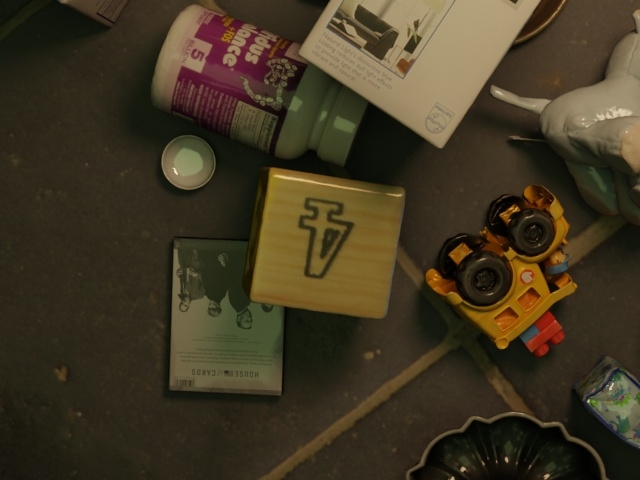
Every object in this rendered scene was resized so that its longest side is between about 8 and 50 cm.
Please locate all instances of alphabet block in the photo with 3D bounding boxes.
[{"bbox_3d":[0.000,0.000,1.820,0.197,0.192,0.193,8,91,-7],"label":"alphabet block"}]

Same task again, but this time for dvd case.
[{"bbox_3d":[-0.142,0.117,1.935,0.179,0.029,0.238,3,94,4],"label":"dvd case"}]

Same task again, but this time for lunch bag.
[{"bbox_3d":[0.457,0.251,1.850,0.096,0.129,0.151,-44,89,6],"label":"lunch bag"}]

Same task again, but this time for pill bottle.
[{"bbox_3d":[-0.081,-0.218,1.838,0.301,0.169,0.169,21,95,2],"label":"pill bottle"}]

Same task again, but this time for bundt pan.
[{"bbox_3d":[0.277,0.406,1.876,0.331,0.124,0.331,0,93,4],"label":"bundt pan"}]

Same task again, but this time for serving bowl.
[{"bbox_3d":[-0.200,-0.120,1.924,0.083,0.027,0.083,0,94,5],"label":"serving bowl"}]

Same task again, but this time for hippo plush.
[{"bbox_3d":[0.454,-0.180,1.813,0.236,0.234,0.294,-48,47,-11],"label":"hippo plush"}]

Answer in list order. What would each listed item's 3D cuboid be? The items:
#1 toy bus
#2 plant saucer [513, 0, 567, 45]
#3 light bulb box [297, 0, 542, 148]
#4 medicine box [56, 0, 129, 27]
[{"bbox_3d":[0.300,0.057,1.850,0.220,0.149,0.211,-42,103,3],"label":"toy bus"},{"bbox_3d":[0.243,-0.420,1.865,0.278,0.041,0.278,0,94,4],"label":"plant saucer"},{"bbox_3d":[0.174,-0.352,1.667,0.225,0.358,0.361,33,105,-2],"label":"light bulb box"},{"bbox_3d":[-0.397,-0.446,1.786,0.263,0.289,0.149,34,93,2],"label":"medicine box"}]
